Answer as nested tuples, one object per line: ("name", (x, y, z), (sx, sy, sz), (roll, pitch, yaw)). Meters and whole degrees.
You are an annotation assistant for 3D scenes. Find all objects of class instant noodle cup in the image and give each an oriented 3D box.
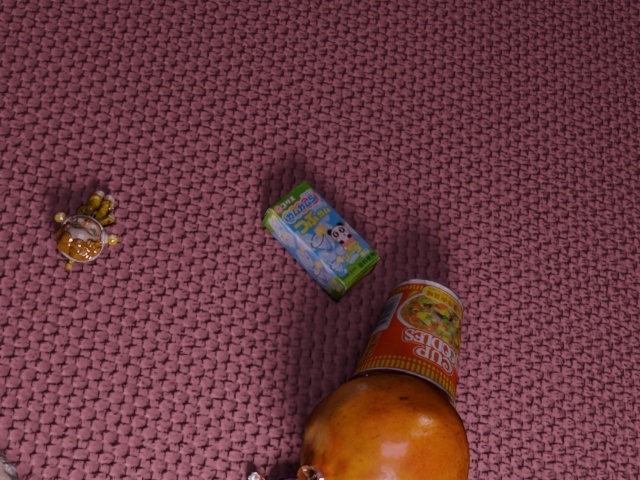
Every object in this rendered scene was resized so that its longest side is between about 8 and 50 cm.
("instant noodle cup", (0.152, 0.184, 1.909), (0.193, 0.193, 0.212), (24, 51, -6))

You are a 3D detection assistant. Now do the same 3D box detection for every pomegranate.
("pomegranate", (0.086, 0.329, 1.731), (0.264, 0.264, 0.264), (7, 63, -15))

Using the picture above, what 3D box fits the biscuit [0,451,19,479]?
("biscuit", (-0.444, 0.417, 1.647), (0.141, 0.038, 0.290), (-39, 71, -18))

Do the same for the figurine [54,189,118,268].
("figurine", (-0.382, -0.024, 1.893), (0.101, 0.068, 0.143), (5, 51, -20))

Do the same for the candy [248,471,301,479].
("candy", (-0.027, 0.389, 1.814), (0.175, 0.043, 0.045), (10, 64, -18))

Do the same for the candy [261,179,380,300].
("candy", (0.000, 0.000, 2.005), (0.194, 0.062, 0.097), (46, 61, 8))
